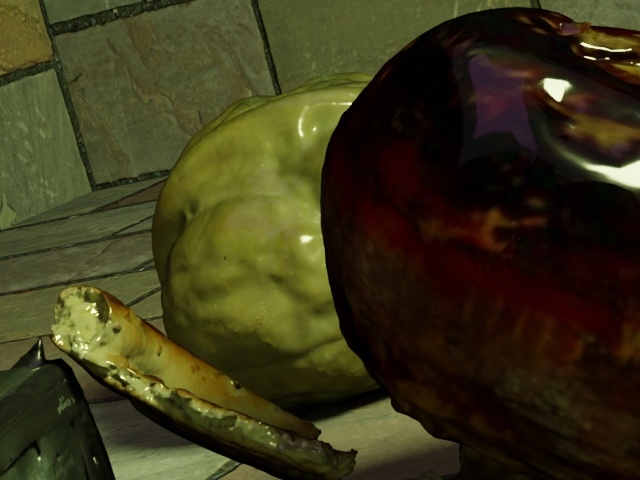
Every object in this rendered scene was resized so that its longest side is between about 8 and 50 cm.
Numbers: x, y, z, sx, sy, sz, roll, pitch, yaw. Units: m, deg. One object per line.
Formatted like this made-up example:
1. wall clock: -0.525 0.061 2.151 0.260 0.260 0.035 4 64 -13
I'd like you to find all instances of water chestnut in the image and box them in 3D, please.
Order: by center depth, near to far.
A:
1. water chestnut: 0.147 0.035 1.025 0.350 0.302 0.350 19 16 -6

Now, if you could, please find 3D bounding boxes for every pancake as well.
1. pancake: -0.041 0.104 1.119 0.266 0.057 0.244 31 -12 -35

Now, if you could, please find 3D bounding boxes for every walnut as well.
1. walnut: 0.000 0.002 1.502 0.277 0.282 0.253 -20 -31 6

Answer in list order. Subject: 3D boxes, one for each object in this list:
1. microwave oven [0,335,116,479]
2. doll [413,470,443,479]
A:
1. microwave oven: -0.219 0.179 1.001 0.188 0.178 0.247 -15 9 16
2. doll: 0.051 0.161 0.955 0.127 0.084 0.073 -5 8 10
